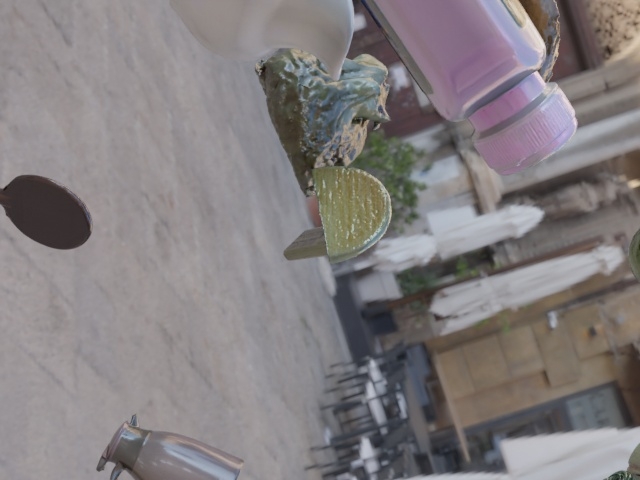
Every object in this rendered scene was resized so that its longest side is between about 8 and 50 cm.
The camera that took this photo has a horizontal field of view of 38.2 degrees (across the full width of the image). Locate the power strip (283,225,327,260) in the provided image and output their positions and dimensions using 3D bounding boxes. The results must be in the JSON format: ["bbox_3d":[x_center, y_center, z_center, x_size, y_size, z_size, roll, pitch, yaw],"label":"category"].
[{"bbox_3d":[0.000,0.000,1.638,0.169,0.076,0.028,-11,-62,55],"label":"power strip"}]

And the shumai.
[{"bbox_3d":[0.022,-0.211,1.524,0.256,0.218,0.189,71,-8,-45],"label":"shumai"}]

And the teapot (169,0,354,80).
[{"bbox_3d":[-0.046,-0.251,0.709,0.204,0.139,0.298,109,-20,-65],"label":"teapot"}]

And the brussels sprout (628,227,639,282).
[{"bbox_3d":[0.457,0.013,1.076,0.161,0.181,0.144,105,-40,-79],"label":"brussels sprout"}]

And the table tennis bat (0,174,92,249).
[{"bbox_3d":[-0.361,-0.010,1.052,0.119,0.170,0.107,-68,177,-48],"label":"table tennis bat"}]

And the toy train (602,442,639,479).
[{"bbox_3d":[0.463,0.317,1.180,0.116,0.177,0.285,43,-8,4],"label":"toy train"}]

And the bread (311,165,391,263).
[{"bbox_3d":[0.053,-0.046,1.403,0.036,0.112,0.193,77,1,-49],"label":"bread"}]

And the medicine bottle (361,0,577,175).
[{"bbox_3d":[0.074,-0.143,0.559,0.219,0.078,0.115,54,15,-12],"label":"medicine bottle"}]

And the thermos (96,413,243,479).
[{"bbox_3d":[-0.227,0.345,1.350,0.105,0.193,0.137,123,-8,-69],"label":"thermos"}]

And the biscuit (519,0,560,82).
[{"bbox_3d":[0.216,-0.309,1.279,0.296,0.075,0.296,37,-40,38],"label":"biscuit"}]
